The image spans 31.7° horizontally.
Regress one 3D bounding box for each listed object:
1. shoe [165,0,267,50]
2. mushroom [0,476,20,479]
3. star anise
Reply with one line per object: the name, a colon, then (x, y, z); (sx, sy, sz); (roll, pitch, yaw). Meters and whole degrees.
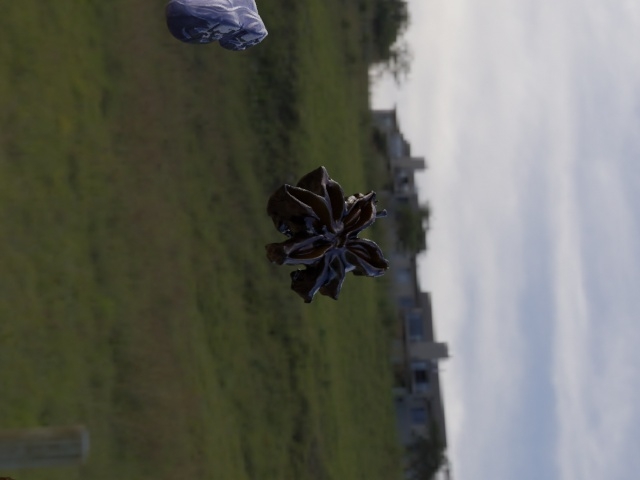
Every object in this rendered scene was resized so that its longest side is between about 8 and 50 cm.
shoe: (-0.189, -0.411, 1.952); (0.245, 0.095, 0.138); (-4, 72, -60)
mushroom: (-0.353, 0.329, 1.120); (0.253, 0.253, 0.153); (-123, -157, -74)
star anise: (0.000, 0.000, 1.693); (0.125, 0.220, 0.190); (-22, -130, 41)
